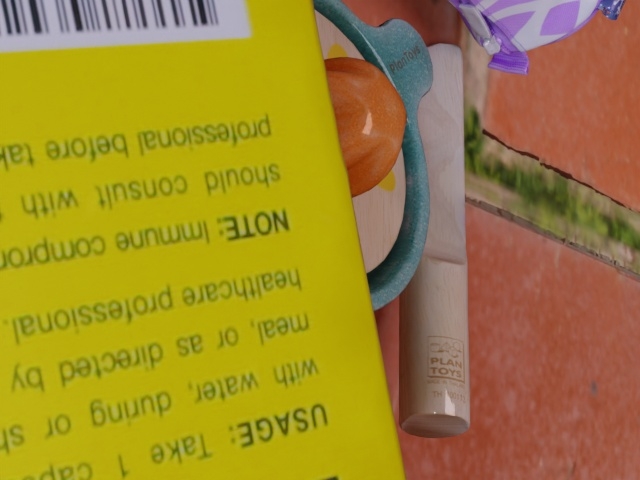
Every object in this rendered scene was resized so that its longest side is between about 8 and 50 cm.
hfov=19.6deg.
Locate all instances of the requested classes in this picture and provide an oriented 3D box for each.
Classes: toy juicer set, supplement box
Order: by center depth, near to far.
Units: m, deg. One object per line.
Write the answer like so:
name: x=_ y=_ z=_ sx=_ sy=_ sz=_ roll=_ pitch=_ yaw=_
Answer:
supplement box: x=-0.112 y=0.061 z=0.441 sx=0.195 sy=0.194 sz=0.356 roll=-10 pitch=87 yaw=-43
toy juicer set: x=0.000 y=0.000 z=0.681 sx=0.329 sy=0.089 sz=0.209 roll=2 pitch=72 yaw=-52

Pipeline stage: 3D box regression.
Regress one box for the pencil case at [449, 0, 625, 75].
pencil case: x=0.043 y=-0.152 z=0.779 sx=0.206 sy=0.086 sz=0.088 roll=34 pitch=85 yaw=-42
